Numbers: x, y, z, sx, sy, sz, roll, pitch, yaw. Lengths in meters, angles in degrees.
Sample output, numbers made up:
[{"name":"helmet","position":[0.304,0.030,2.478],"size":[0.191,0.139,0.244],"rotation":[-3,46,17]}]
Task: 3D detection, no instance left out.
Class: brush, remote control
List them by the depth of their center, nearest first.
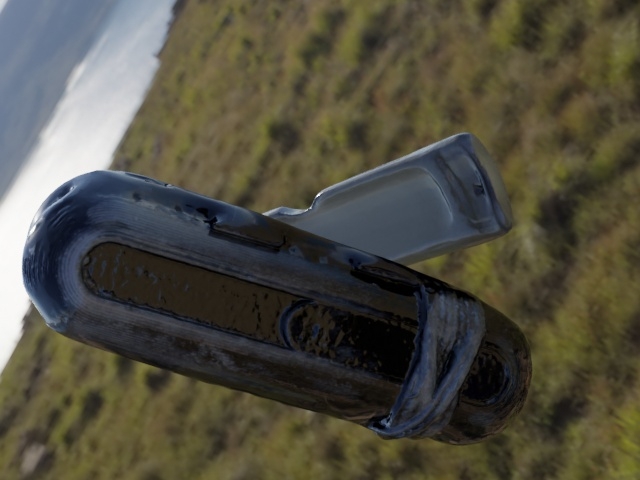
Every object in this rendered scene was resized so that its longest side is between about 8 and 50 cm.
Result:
[{"name":"remote control","position":[-0.014,0.040,0.594],"size":[0.066,0.266,0.090],"rotation":[-115,45,-75]},{"name":"brush","position":[0.000,0.000,0.762],"size":[0.050,0.060,0.321],"rotation":[-28,5,-40]}]
